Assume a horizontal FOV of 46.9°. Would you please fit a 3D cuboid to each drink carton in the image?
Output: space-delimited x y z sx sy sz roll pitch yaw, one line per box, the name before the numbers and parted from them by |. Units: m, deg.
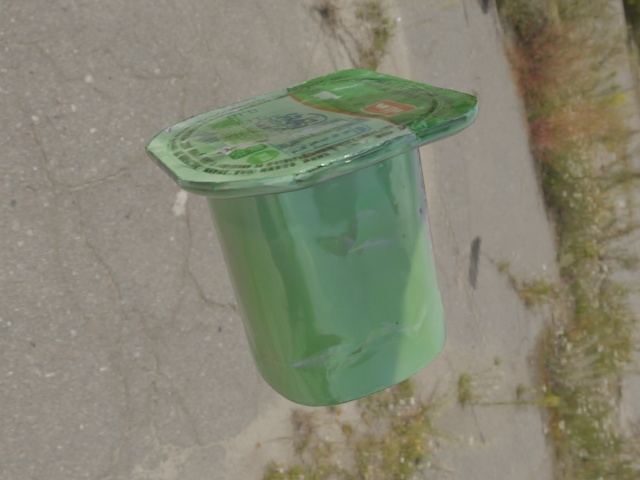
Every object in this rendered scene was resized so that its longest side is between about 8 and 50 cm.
drink carton | 0.000 0.000 0.397 0.144 0.146 0.142 -20 118 -18
